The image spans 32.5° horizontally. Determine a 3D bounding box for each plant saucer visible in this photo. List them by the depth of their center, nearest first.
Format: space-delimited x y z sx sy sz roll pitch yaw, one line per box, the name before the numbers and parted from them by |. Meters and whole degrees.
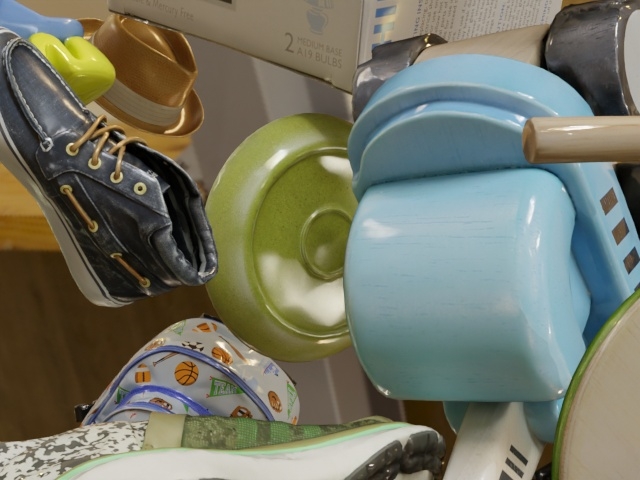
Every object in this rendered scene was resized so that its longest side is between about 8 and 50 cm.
plant saucer | 0.000 0.000 1.039 0.037 0.241 0.241 9 -51 55

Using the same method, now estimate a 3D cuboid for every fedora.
fedora | -0.204 -0.207 1.268 0.194 0.194 0.079 41 -59 -3

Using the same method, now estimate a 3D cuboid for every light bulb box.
light bulb box | 0.025 -0.330 1.139 0.358 0.361 0.225 25 -58 35

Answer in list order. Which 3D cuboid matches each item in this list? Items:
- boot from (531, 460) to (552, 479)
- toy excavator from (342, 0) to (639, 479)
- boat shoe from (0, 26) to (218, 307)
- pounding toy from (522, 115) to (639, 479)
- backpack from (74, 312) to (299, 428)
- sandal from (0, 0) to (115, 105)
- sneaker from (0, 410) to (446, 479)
boot | 0.311 0.215 0.883 0.348 0.131 0.260 -25 -36 10
toy excavator | 0.127 0.107 0.796 0.222 0.445 0.433 -3 -51 37
boat shoe | -0.126 -0.047 0.629 0.083 0.065 0.183 -12 -63 29
pounding toy | 0.172 0.058 0.438 0.183 0.110 0.237 -8 -89 1
backpack | -0.165 0.237 1.358 0.276 0.213 0.263 34 -72 -3
sandal | -0.301 -0.138 0.745 0.126 0.317 0.138 -28 -100 43
sneaker | -0.064 0.156 0.698 0.182 0.410 0.158 25 -84 36
